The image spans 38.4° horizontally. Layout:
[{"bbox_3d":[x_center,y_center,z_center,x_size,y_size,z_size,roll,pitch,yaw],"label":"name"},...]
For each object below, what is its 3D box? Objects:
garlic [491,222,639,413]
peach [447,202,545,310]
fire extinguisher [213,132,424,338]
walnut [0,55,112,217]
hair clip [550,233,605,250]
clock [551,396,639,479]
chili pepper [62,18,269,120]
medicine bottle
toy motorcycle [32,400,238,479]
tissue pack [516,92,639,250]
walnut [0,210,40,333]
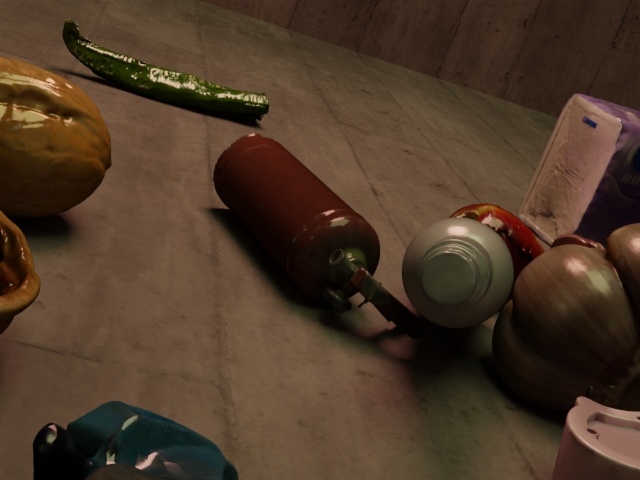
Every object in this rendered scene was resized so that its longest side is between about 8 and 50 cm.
[{"bbox_3d":[0.271,0.075,0.925,0.160,0.214,0.191,-1,38,-26],"label":"garlic"},{"bbox_3d":[0.222,0.033,1.160,0.172,0.127,0.092,42,6,-15],"label":"peach"},{"bbox_3d":[0.000,0.000,1.035,0.147,0.106,0.337,37,6,-40],"label":"fire extinguisher"},{"bbox_3d":[-0.309,-0.101,0.909,0.206,0.159,0.159,12,21,-20],"label":"walnut"},{"bbox_3d":[0.311,0.064,1.098,0.102,0.138,0.123,10,14,-41],"label":"hair clip"},{"bbox_3d":[0.332,0.228,0.699,0.275,0.080,0.290,9,18,-4],"label":"clock"},{"bbox_3d":[-0.255,-0.268,1.518,0.359,0.076,0.085,16,0,-25],"label":"chili pepper"},{"bbox_3d":[0.138,0.032,0.922,0.110,0.110,0.352,24,4,10],"label":"medicine bottle"},{"bbox_3d":[-0.110,0.188,0.350,0.232,0.172,0.416,24,28,30],"label":"toy motorcycle"},{"bbox_3d":[0.543,-0.090,1.577,0.338,0.242,0.160,8,25,-29],"label":"tissue pack"},{"bbox_3d":[-0.299,0.027,0.666,0.167,0.087,0.211,13,21,-38],"label":"walnut"}]
